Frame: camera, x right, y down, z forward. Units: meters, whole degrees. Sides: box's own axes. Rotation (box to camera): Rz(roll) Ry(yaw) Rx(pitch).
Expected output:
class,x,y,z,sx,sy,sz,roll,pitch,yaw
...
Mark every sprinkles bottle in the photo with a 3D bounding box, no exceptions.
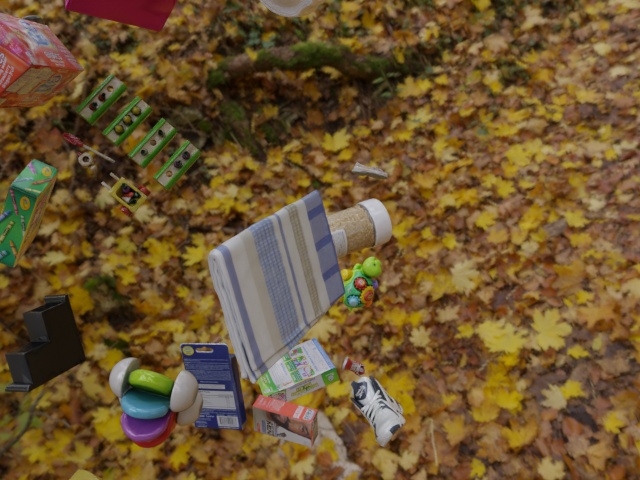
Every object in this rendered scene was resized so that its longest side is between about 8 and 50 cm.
class,x,y,z,sx,sy,sz,roll,pitch,yaw
sprinkles bottle,0.000,0.000,1.510,0.355,0.121,0.121,-19,23,-19

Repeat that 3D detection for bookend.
class,x,y,z,sx,sy,sz,roll,pitch,yaw
bookend,-0.596,0.214,1.279,0.072,0.156,0.157,-6,13,26

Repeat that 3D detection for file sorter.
class,x,y,z,sx,sy,sz,roll,pitch,yaw
file sorter,-0.377,-0.604,1.213,0.290,0.202,0.182,-36,60,47

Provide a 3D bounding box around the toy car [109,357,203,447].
class,x,y,z,sx,sy,sz,roll,pitch,yaw
toy car,-0.312,0.308,1.118,0.159,0.182,0.136,13,56,5

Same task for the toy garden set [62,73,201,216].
class,x,y,z,sx,sy,sz,roll,pitch,yaw
toy garden set,-0.402,-0.190,1.242,0.204,0.244,0.049,-51,10,-12

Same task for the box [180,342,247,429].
class,x,y,z,sx,sy,sz,roll,pitch,yaw
box,-0.260,0.351,1.482,0.136,0.225,0.036,-3,14,20

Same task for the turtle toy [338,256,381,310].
class,x,y,z,sx,sy,sz,roll,pitch,yaw
turtle toy,0.089,0.094,1.306,0.066,0.095,0.130,28,103,40

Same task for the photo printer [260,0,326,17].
class,x,y,z,sx,sy,sz,roll,pitch,yaw
photo printer,-0.084,-0.482,0.883,0.107,0.307,0.256,-27,29,29

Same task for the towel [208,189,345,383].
class,x,y,z,sx,sy,sz,roll,pitch,yaw
towel,-0.057,0.059,0.943,0.034,0.209,0.285,-2,21,33

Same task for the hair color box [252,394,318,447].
class,x,y,z,sx,sy,sz,roll,pitch,yaw
hair color box,-0.093,0.474,1.596,0.167,0.093,0.053,9,31,17

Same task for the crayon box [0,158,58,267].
class,x,y,z,sx,sy,sz,roll,pitch,yaw
crayon box,-0.867,-0.078,1.771,0.278,0.081,0.165,-57,18,28

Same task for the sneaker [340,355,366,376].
class,x,y,z,sx,sy,sz,roll,pitch,yaw
sneaker,0.102,0.387,1.850,0.067,0.118,0.042,25,87,15

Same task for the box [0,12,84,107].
class,x,y,z,sx,sy,sz,roll,pitch,yaw
box,-0.581,-0.340,1.162,0.128,0.123,0.257,-37,11,7

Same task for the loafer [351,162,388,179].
class,x,y,z,sx,sy,sz,roll,pitch,yaw
loafer,0.163,-0.228,1.967,0.125,0.045,0.039,12,75,24

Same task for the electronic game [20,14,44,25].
class,x,y,z,sx,sy,sz,roll,pitch,yaw
electronic game,-0.785,-0.482,1.516,0.229,0.048,0.229,-37,16,13

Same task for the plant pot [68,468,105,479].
class,x,y,z,sx,sy,sz,roll,pitch,yaw
plant pot,-0.488,0.528,1.269,0.083,0.081,0.081,29,66,29

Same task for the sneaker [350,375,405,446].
class,x,y,z,sx,sy,sz,roll,pitch,yaw
sneaker,0.132,0.419,1.531,0.094,0.153,0.235,-50,-7,11

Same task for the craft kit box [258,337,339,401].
class,x,y,z,sx,sy,sz,roll,pitch,yaw
craft kit box,-0.090,0.437,2.022,0.246,0.061,0.250,-18,18,-10
